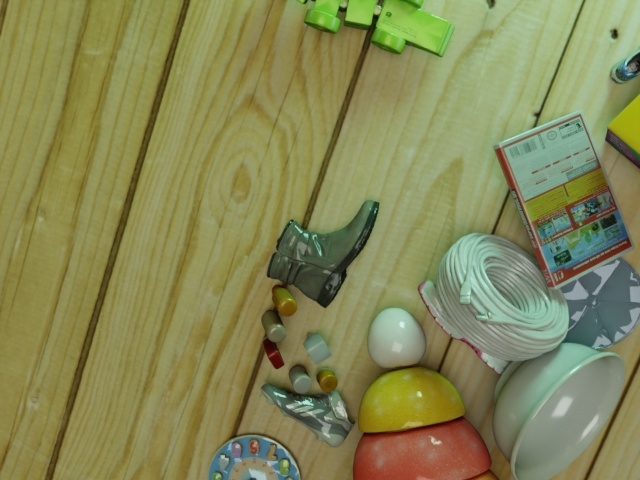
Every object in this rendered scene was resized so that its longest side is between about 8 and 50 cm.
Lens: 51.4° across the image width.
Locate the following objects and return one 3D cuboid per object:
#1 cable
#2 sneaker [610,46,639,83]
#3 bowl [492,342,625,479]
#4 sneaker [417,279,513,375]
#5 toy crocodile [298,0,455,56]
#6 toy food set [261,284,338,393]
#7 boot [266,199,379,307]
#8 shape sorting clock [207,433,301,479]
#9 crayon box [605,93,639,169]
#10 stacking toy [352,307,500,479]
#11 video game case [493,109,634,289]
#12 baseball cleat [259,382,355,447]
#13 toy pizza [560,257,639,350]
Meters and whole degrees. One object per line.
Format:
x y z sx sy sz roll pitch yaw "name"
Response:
0.332 0.102 1.212 0.257 0.257 0.089 24 129 -14 "cable"
0.601 -0.338 1.215 0.135 0.058 0.052 -42 92 9 "sneaker"
0.425 0.302 1.259 0.134 0.297 0.298 40 104 44 "bowl"
0.302 0.151 1.305 0.252 0.103 0.111 38 96 -7 "sneaker"
0.083 -0.429 1.244 0.340 0.105 0.115 17 99 -1 "toy crocodile"
-0.056 0.211 1.364 0.111 0.104 0.232 -33 112 -4 "toy food set"
0.000 0.000 1.321 0.161 0.083 0.247 31 99 7 "boot"
-0.144 0.519 1.429 0.206 0.040 0.206 1 99 6 "shape sorting clock"
0.747 -0.183 1.145 0.313 0.106 0.363 -46 70 11 "crayon box"
0.187 0.366 1.275 0.350 0.350 0.480 -9 81 7 "stacking toy"
0.455 -0.078 1.233 0.204 0.025 0.285 -23 92 -19 "video game case"
-0.022 0.339 1.385 0.206 0.072 0.109 37 87 -5 "baseball cleat"
0.529 0.116 1.303 0.201 0.032 0.201 1 98 5 "toy pizza"
